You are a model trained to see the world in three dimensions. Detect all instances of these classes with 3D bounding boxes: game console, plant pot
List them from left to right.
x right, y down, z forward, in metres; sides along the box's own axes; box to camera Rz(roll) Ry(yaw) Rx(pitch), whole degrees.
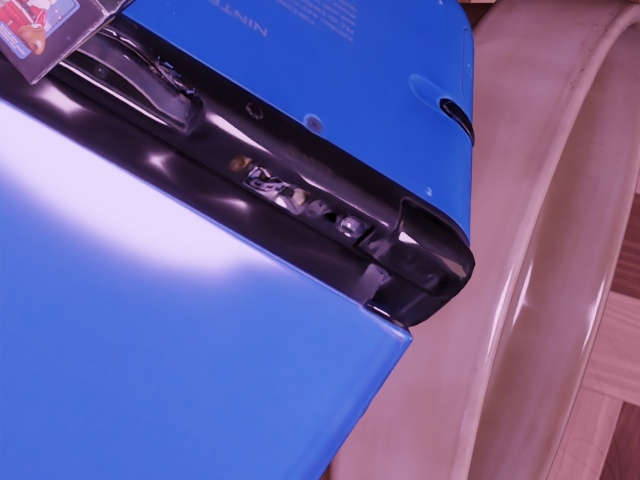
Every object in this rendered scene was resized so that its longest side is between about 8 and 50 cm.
[{"bbox_3d":[-0.106,-0.040,0.514,0.173,0.293,0.250,-43,-155,36],"label":"game console"},{"bbox_3d":[0.000,0.000,0.759,0.323,0.280,0.323,17,90,-71],"label":"plant pot"}]

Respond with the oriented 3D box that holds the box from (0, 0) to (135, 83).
[{"bbox_3d":[-0.110,-0.181,0.421,0.044,0.233,0.159,-30,-164,43],"label":"box"}]
